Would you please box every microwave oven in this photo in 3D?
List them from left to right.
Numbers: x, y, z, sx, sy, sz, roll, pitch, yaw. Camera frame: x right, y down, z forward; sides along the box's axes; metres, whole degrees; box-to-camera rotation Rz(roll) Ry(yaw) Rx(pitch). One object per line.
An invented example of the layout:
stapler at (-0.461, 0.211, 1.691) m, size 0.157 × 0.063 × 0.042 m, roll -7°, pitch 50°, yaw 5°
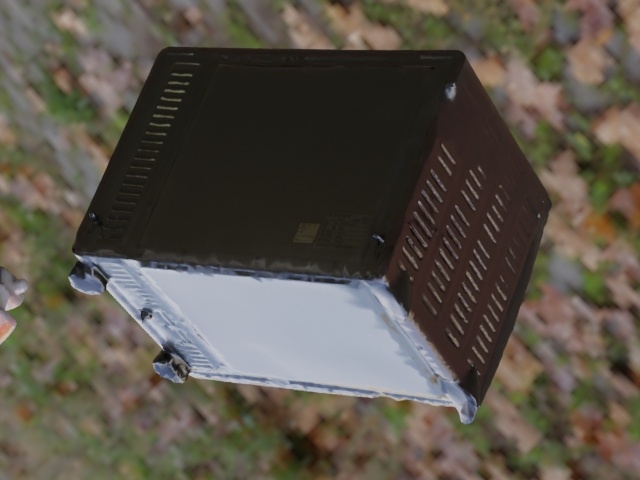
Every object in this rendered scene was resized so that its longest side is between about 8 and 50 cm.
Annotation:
microwave oven at (0.000, -0.002, 1.273) m, size 0.247 × 0.178 × 0.188 m, roll 5°, pitch 147°, yaw 31°

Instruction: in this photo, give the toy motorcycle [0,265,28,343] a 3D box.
toy motorcycle at (-0.300, 0.100, 1.297) m, size 0.110 × 0.260 × 0.171 m, roll 44°, pitch -168°, yaw -51°
